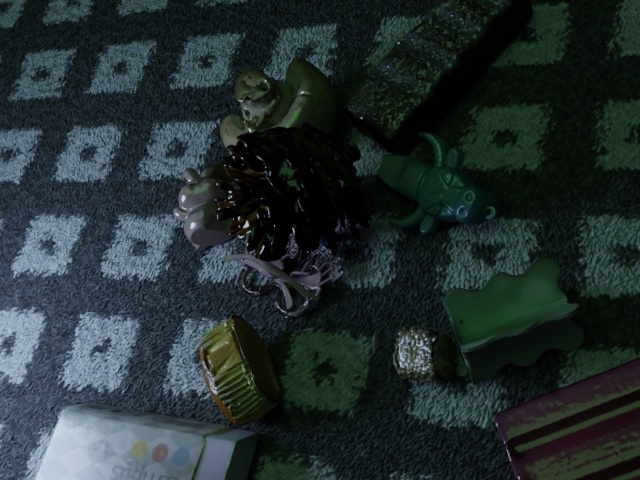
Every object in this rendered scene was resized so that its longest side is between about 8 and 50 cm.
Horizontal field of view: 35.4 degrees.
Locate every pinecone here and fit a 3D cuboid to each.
[{"bbox_3d":[-0.053,-0.084,1.828,0.296,0.242,0.298,-10,30,-19],"label":"pinecone"}]

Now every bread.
[{"bbox_3d":[-0.149,0.236,1.796,0.114,0.132,0.190,-34,49,6],"label":"bread"},{"bbox_3d":[0.230,-0.360,1.993,0.416,0.113,0.165,-49,50,-7],"label":"bread"}]

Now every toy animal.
[{"bbox_3d":[-0.246,-0.090,2.057,0.124,0.124,0.212,-25,56,11],"label":"toy animal"}]

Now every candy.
[{"bbox_3d":[0.177,0.192,1.695,0.110,0.085,0.095,-5,65,35],"label":"candy"}]

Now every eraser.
[{"bbox_3d":[-0.320,0.404,1.805,0.397,0.082,0.213,3,63,28],"label":"eraser"}]

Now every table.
[{"bbox_3d":[0.314,0.128,1.628,0.198,0.166,0.166,-20,53,4],"label":"table"}]

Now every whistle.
[{"bbox_3d":[0.215,-0.095,1.850,0.274,0.093,0.186,27,102,38],"label":"whistle"}]

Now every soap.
[{"bbox_3d":[0.464,0.305,1.453,0.360,0.128,0.233,-24,52,11],"label":"soap"}]

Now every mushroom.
[{"bbox_3d":[-0.074,-0.243,2.018,0.254,0.195,0.189,-43,55,0],"label":"mushroom"}]

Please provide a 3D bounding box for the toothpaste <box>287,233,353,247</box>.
[{"bbox_3d":[0.000,0.000,1.939,0.140,0.021,0.037,2,65,29],"label":"toothpaste"}]

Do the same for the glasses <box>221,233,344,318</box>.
[{"bbox_3d":[-0.078,0.038,1.910,0.255,0.095,0.162,29,71,33],"label":"glasses"}]

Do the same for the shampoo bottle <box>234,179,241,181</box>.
[{"bbox_3d":[-0.109,-0.096,2.037,0.152,0.045,0.077,15,66,35],"label":"shampoo bottle"}]
